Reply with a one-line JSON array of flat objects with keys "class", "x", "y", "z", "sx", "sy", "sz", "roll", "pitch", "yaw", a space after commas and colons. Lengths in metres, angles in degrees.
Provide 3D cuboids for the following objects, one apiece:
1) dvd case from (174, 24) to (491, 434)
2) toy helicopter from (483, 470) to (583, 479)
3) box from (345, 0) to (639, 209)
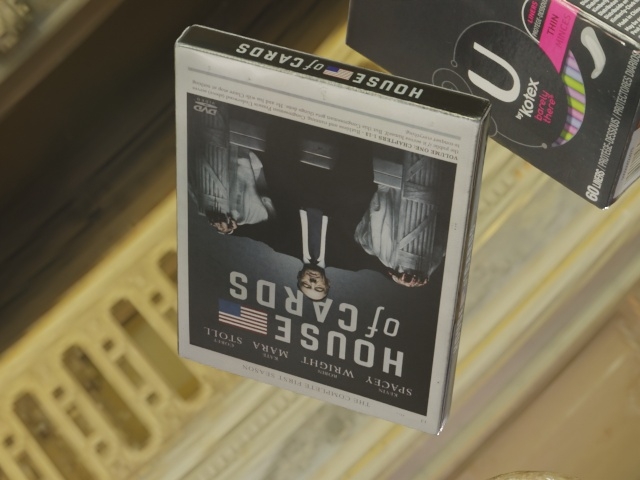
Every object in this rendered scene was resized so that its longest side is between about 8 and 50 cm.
[{"class": "dvd case", "x": 0.000, "y": 0.000, "z": 0.921, "sx": 0.029, "sy": 0.179, "sz": 0.238, "roll": -57, "pitch": -22, "yaw": -48}, {"class": "toy helicopter", "x": 0.190, "y": 0.123, "z": 0.416, "sx": 0.140, "sy": 0.355, "sz": 0.235, "roll": 22, "pitch": -98, "yaw": -62}, {"class": "box", "x": 0.167, "y": -0.179, "z": 1.221, "sx": 0.143, "sy": 0.270, "sz": 0.165, "roll": -38, "pitch": -29, "yaw": -33}]
